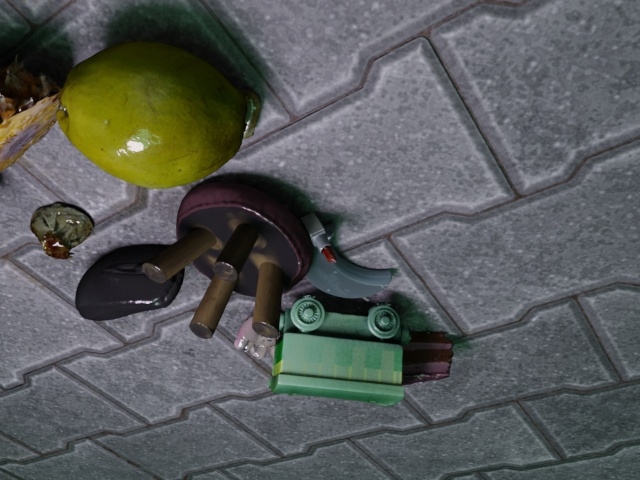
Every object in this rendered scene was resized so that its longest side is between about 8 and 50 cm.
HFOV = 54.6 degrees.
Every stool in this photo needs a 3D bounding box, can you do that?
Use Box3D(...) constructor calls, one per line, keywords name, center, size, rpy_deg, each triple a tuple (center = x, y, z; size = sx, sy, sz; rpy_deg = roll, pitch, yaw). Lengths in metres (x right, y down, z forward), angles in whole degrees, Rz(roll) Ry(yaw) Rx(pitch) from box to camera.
Box3D(name="stool", center=(-0.164, 0.047, 1.126), size=(0.272, 0.178, 0.272), rpy_deg=(13, 138, 12))

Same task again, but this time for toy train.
Box3D(name="toy train", center=(0.036, 0.225, 1.269), size=(0.300, 0.202, 0.120), rpy_deg=(8, 162, -10))

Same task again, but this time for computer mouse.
Box3D(name="computer mouse", center=(-0.401, 0.082, 1.247), size=(0.269, 0.138, 0.086), rpy_deg=(-14, 141, 22))

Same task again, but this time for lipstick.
Box3D(name="lipstick", center=(0.001, 0.000, 1.119), size=(0.030, 0.129, 0.030), rpy_deg=(-24, 133, -7))

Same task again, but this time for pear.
Box3D(name="pear", center=(-0.241, -0.182, 0.907), size=(0.269, 0.212, 0.212), rpy_deg=(4, 138, -21))

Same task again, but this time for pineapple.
Box3D(name="pineapple", center=(-0.554, -0.239, 0.907), size=(0.262, 0.262, 0.272), rpy_deg=(-35, 104, 34))

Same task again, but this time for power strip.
Box3D(name="power strip", center=(0.046, 0.058, 1.234), size=(0.137, 0.044, 0.216), rpy_deg=(-29, 125, 32))

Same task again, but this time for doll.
Box3D(name="doll", center=(-0.092, 0.225, 1.388), size=(0.192, 0.095, 0.149), rpy_deg=(33, 136, -27))

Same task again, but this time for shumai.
Box3D(name="shumai", center=(-0.513, -0.007, 1.207), size=(0.123, 0.087, 0.099), rpy_deg=(-13, 134, 21))

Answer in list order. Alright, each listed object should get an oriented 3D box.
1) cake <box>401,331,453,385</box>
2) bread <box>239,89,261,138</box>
Box3D(name="cake", center=(0.154, 0.276, 1.396), size=(0.295, 0.116, 0.113), rpy_deg=(-9, 138, 19))
Box3D(name="bread", center=(-0.122, -0.203, 0.995), size=(0.049, 0.034, 0.088), rpy_deg=(23, 131, 4))
